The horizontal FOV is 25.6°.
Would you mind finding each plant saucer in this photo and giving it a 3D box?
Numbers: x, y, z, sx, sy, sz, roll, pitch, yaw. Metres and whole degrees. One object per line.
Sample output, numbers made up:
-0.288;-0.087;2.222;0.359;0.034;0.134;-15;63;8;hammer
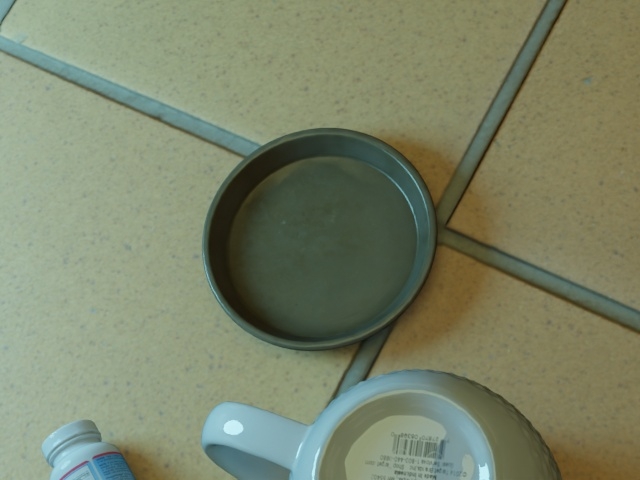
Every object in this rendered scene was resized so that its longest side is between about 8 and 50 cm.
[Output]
0.000;0.000;1.644;0.277;0.041;0.278;-4;68;9;plant saucer

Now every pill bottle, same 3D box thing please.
-0.243;0.280;1.548;0.087;0.087;0.160;-32;66;-3;pill bottle

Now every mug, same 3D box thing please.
0.057;0.250;1.374;0.374;0.328;0.276;18;72;17;mug
